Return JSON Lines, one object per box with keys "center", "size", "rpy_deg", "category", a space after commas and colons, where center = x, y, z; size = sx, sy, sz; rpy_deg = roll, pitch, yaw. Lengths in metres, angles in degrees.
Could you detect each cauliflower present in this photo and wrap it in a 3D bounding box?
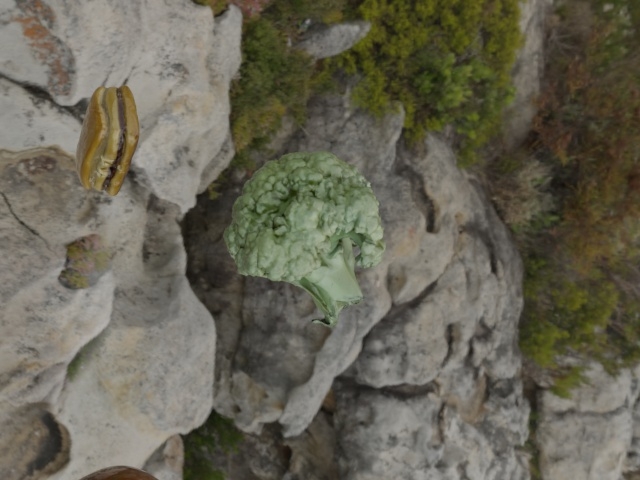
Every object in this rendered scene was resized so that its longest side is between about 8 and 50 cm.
{"center": [0.000, -0.017, 0.915], "size": [0.281, 0.260, 0.327], "rpy_deg": [40, 46, -11], "category": "cauliflower"}

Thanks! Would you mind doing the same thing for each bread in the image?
{"center": [-0.363, -0.167, 0.955], "size": [0.077, 0.200, 0.116], "rpy_deg": [5, 59, -31], "category": "bread"}

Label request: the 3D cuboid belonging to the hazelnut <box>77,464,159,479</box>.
{"center": [-0.310, 0.427, 0.799], "size": [0.214, 0.176, 0.215], "rpy_deg": [13, 74, -54], "category": "hazelnut"}
